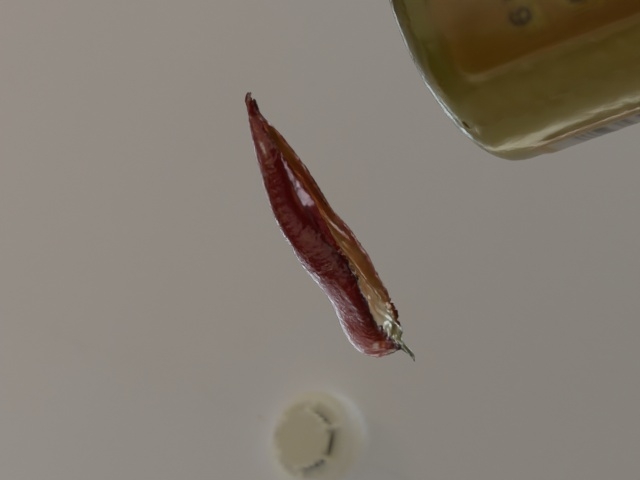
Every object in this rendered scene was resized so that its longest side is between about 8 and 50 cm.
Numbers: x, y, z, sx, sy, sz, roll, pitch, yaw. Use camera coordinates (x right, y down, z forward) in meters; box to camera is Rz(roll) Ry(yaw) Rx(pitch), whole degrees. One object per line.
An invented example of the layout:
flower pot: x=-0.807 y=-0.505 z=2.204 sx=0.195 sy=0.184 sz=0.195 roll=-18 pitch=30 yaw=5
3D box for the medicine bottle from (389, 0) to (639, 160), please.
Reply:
medicine bottle: x=0.244 y=-0.207 z=0.967 sx=0.384 sy=0.224 sz=0.224 roll=-19 pitch=-111 yaw=29

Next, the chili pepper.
chili pepper: x=0.000 y=0.000 z=0.843 sx=0.027 sy=0.178 sz=0.045 roll=-22 pitch=-153 yaw=19
